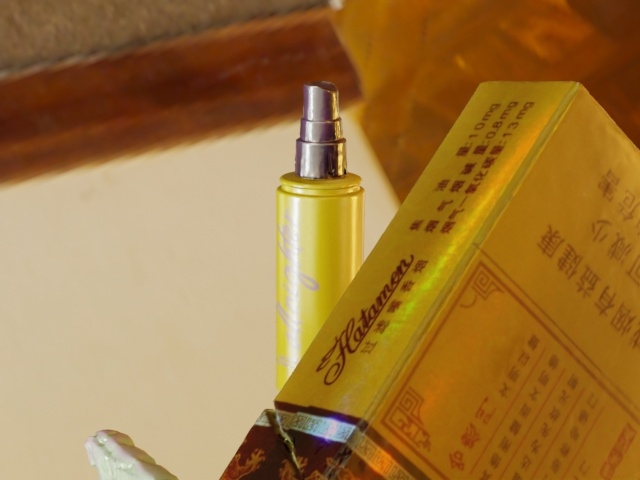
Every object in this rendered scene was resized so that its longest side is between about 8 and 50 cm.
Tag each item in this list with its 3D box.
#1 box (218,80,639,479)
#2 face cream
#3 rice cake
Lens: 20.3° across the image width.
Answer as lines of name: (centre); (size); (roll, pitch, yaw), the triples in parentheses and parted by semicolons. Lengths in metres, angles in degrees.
box: (0.117, 0.125, 1.247); (0.264, 0.116, 0.415); (43, 70, -31)
face cream: (0.000, 0.000, 1.545); (0.078, 0.078, 0.273); (-6, 105, -27)
rice cake: (-0.121, 0.254, 1.388); (0.037, 0.189, 0.198); (-22, 121, -30)
